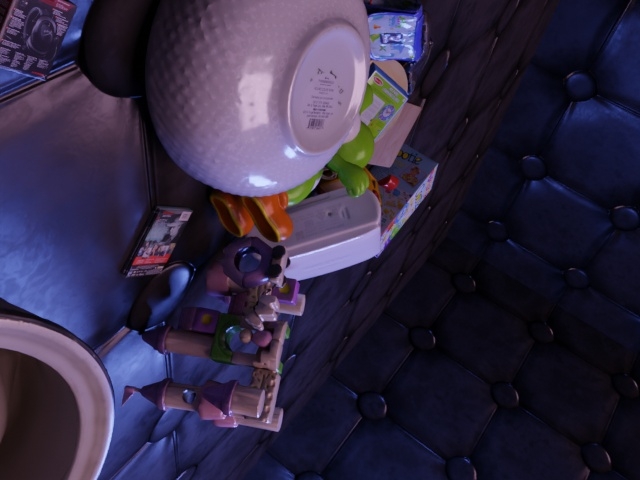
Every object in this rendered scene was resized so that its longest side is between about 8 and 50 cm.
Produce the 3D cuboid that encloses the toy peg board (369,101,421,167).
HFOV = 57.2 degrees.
[{"bbox_3d":[0.130,-0.265,1.365,0.160,0.079,0.161,0,123,-51],"label":"toy peg board"}]

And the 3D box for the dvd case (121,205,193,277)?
[{"bbox_3d":[-0.248,0.002,0.896,0.119,0.013,0.087,-59,163,12],"label":"dvd case"}]

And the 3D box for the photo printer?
[{"bbox_3d":[0.000,0.000,1.201,0.256,0.107,0.307,-17,167,2],"label":"photo printer"}]

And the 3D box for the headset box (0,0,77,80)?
[{"bbox_3d":[-0.254,-0.187,0.506,0.083,0.032,0.062,-61,163,13],"label":"headset box"}]

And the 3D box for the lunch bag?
[{"bbox_3d":[0.098,-0.360,0.943,0.096,0.151,0.129,-54,164,-8],"label":"lunch bag"}]

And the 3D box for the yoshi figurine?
[{"bbox_3d":[-0.010,-0.132,1.032,0.362,0.203,0.203,-50,176,-28],"label":"yoshi figurine"}]

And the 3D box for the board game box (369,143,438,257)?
[{"bbox_3d":[0.184,-0.117,1.626,0.275,0.144,0.142,-50,162,-18],"label":"board game box"}]

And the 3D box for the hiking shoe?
[{"bbox_3d":[0.193,-0.419,1.247,0.227,0.086,0.114,97,17,-66],"label":"hiking shoe"}]

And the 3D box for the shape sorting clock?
[{"bbox_3d":[0.099,-0.281,1.217,0.206,0.040,0.206,-25,142,-21],"label":"shape sorting clock"}]

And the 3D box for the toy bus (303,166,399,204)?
[{"bbox_3d":[0.053,-0.136,1.278,0.191,0.104,0.202,3,150,-20],"label":"toy bus"}]

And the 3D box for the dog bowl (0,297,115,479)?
[{"bbox_3d":[-0.398,0.202,0.505,0.408,0.150,0.408,-37,143,-33],"label":"dog bowl"}]

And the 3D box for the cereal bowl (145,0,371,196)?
[{"bbox_3d":[-0.041,-0.205,0.741,0.339,0.141,0.339,-38,140,-39],"label":"cereal bowl"}]

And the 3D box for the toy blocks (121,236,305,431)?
[{"bbox_3d":[-0.188,0.162,1.008,0.309,0.260,0.289,77,23,-69],"label":"toy blocks"}]
